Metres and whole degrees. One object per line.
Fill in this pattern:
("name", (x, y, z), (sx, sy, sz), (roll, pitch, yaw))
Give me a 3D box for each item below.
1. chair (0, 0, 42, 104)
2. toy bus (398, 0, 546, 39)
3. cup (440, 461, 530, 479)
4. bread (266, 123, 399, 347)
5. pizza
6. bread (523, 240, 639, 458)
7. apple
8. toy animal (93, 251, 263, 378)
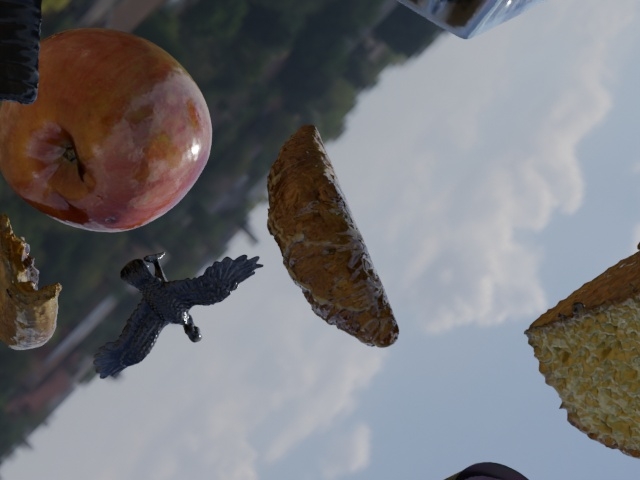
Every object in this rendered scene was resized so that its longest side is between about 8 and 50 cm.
("chair", (-0.297, -0.165, 1.133), (0.145, 0.221, 0.140), (117, -26, -74))
("toy bus", (0.145, -0.236, 1.249), (0.136, 0.109, 0.330), (-59, 169, 24))
("cup", (0.067, 0.305, 1.442), (0.288, 0.203, 0.203), (-40, -175, 40))
("bread", (0.000, 0.000, 1.495), (0.076, 0.233, 0.105), (-25, 151, 2))
("pizza", (-0.314, 0.047, 1.753), (0.056, 0.134, 0.271), (-13, 174, -20))
("bread", (0.350, 0.083, 1.590), (0.179, 0.194, 0.340), (-40, -175, -23))
("apple", (-0.214, -0.106, 1.664), (0.209, 0.209, 0.164), (-43, -178, 41))
("toy animal", (-0.161, 0.063, 1.792), (0.220, 0.108, 0.062), (-33, 179, 14))
